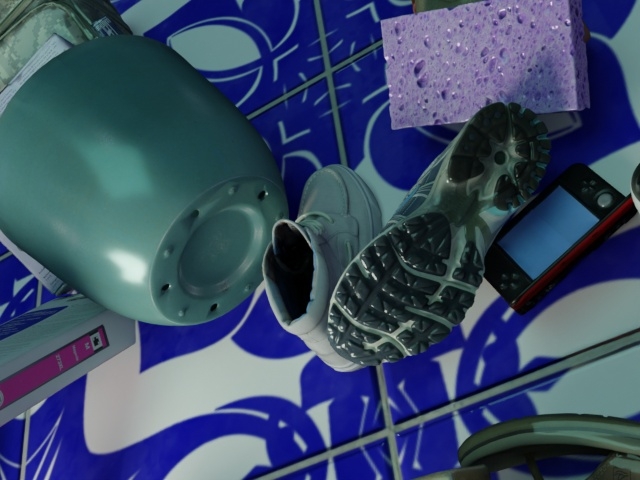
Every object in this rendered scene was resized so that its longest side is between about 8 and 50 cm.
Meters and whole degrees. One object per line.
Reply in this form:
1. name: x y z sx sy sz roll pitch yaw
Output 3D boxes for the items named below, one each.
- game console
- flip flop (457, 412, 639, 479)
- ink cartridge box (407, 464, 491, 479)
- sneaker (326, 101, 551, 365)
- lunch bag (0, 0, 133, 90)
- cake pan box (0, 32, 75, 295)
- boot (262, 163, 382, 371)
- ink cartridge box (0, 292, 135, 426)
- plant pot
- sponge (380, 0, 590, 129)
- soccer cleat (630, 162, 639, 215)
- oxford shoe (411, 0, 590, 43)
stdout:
1. game console: 0.204 -0.010 0.820 0.144 0.085 0.124 -43 45 6
2. flip flop: 0.229 0.174 0.676 0.277 0.112 0.080 -3 73 30
3. ink cartridge box: 0.058 0.303 0.673 0.193 0.088 0.235 -23 72 26
4. sneaker: 0.110 0.002 0.873 0.283 0.110 0.122 -50 2 -7
5. lunch bag: -0.413 -0.240 1.378 0.305 0.212 0.256 -41 62 10
6. cake pan box: -0.340 -0.103 1.223 0.246 0.070 0.267 42 93 4
7. boot: 0.000 0.000 0.943 0.095 0.123 0.258 -26 49 22
8. ink cartridge box: -0.340 0.132 1.029 0.175 0.069 0.371 -10 12 26
9. plant pot: -0.177 -0.044 1.009 0.235 0.293 0.293 38 88 34
10. sponge: 0.158 -0.176 0.908 0.210 0.031 0.117 -1 97 40
11. soccer cleat: 0.344 0.041 0.639 0.108 0.116 0.318 -35 40 -3
12. oxford shoe: 0.136 -0.267 1.022 0.130 0.123 0.348 -49 43 8
